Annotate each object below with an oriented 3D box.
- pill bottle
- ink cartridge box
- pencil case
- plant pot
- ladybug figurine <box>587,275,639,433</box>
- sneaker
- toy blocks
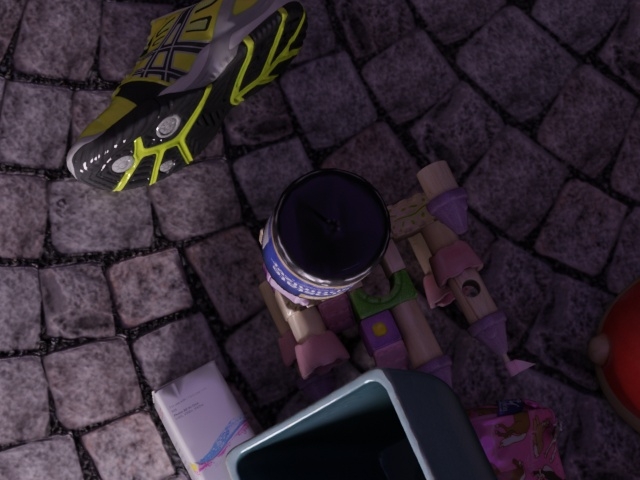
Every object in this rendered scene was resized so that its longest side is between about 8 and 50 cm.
[{"bbox_3d":[0.000,0.000,1.504,0.122,0.219,0.123,1,81,-6],"label":"pill bottle"},{"bbox_3d":[-0.126,0.269,1.766,0.093,0.154,0.212,-30,82,-12],"label":"ink cartridge box"},{"bbox_3d":[0.266,0.397,1.788,0.160,0.167,0.386,-5,75,-46],"label":"pencil case"},{"bbox_3d":[0.088,0.300,1.657,0.247,0.252,0.247,-32,74,27],"label":"plant pot"},{"bbox_3d":[0.586,0.151,1.864,0.449,0.162,0.305,-2,77,-3],"label":"ladybug figurine"},{"bbox_3d":[-0.196,-0.215,1.893,0.384,0.145,0.147,-41,64,-16],"label":"sneaker"},{"bbox_3d":[0.090,0.091,1.752,0.288,0.309,0.260,-22,75,-11],"label":"toy blocks"}]
